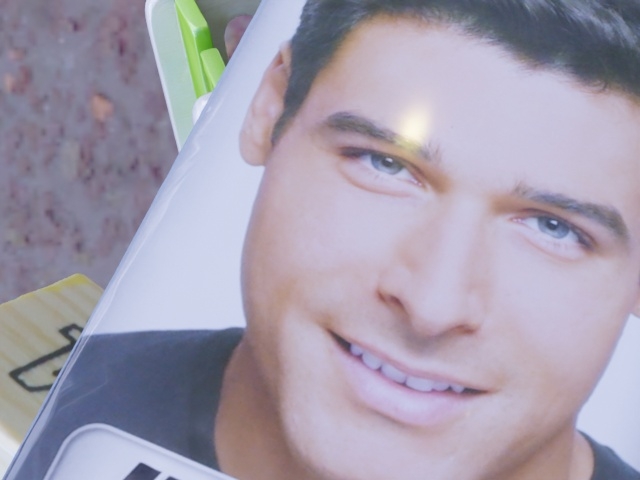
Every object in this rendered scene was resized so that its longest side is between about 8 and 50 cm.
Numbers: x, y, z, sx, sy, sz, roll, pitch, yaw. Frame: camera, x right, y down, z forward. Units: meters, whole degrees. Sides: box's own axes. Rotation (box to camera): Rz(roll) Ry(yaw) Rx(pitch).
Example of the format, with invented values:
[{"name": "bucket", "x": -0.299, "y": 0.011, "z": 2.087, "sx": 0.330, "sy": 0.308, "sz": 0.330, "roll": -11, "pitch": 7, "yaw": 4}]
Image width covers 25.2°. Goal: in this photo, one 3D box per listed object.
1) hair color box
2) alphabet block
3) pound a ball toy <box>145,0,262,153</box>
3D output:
[{"name": "hair color box", "x": 0.012, "y": 0.068, "z": 0.487, "sx": 0.185, "sy": 0.374, "sz": 0.113, "roll": 23, "pitch": 150, "yaw": 4}, {"name": "alphabet block", "x": -0.203, "y": 0.173, "z": 1.132, "sx": 0.197, "sy": 0.193, "sz": 0.192, "roll": 33, "pitch": 125, "yaw": 27}, {"name": "pound a ball toy", "x": 0.000, "y": 0.000, "z": 0.940, "sx": 0.319, "sy": 0.136, "sz": 0.208, "roll": 80, "pitch": 168, "yaw": -46}]
